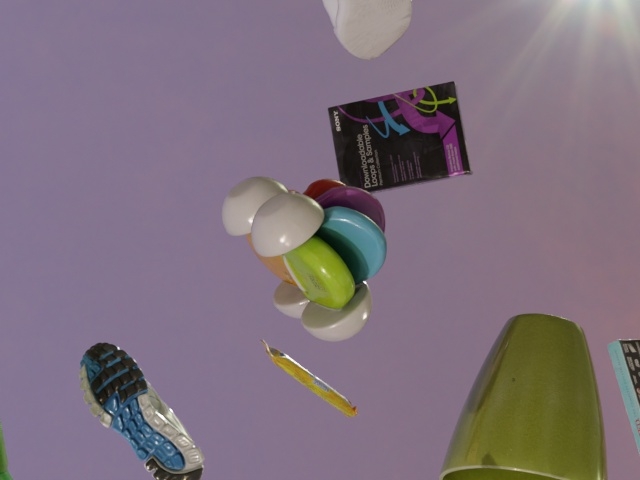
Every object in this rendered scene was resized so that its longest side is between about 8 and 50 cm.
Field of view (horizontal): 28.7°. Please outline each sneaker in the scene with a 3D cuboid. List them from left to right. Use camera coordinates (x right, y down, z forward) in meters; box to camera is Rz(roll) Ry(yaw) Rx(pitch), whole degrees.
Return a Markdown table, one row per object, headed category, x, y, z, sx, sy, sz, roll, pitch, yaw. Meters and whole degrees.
| category | x | y | z | sx | sy | sz | roll | pitch | yaw |
| --- | --- | --- | --- | --- | --- | --- | --- | --- | --- |
| sneaker | -0.199 | 0.196 | 1.390 | 0.190 | 0.071 | 0.083 | 53 | 177 | 5 |
| sneaker | 0.020 | -0.257 | 1.170 | 0.094 | 0.080 | 0.212 | 58 | -177 | 34 |

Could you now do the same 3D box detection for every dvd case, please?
| category | x | y | z | sx | sy | sz | roll | pitch | yaw |
| --- | --- | --- | --- | --- | --- | --- | --- | --- | --- |
| dvd case | 0.227 | 0.100 | 0.748 | 0.119 | 0.013 | 0.087 | 0 | -113 | -34 |

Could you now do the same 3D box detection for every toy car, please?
| category | x | y | z | sx | sy | sz | roll | pitch | yaw |
| --- | --- | --- | --- | --- | --- | --- | --- | --- | --- |
| toy car | 0.000 | 0.000 | 1.250 | 0.159 | 0.136 | 0.182 | 59 | 166 | -25 |

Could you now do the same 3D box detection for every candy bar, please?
| category | x | y | z | sx | sy | sz | roll | pitch | yaw |
| --- | --- | --- | --- | --- | --- | --- | --- | --- | --- |
| candy bar | -0.014 | 0.174 | 1.555 | 0.161 | 0.018 | 0.040 | 38 | 179 | -27 |

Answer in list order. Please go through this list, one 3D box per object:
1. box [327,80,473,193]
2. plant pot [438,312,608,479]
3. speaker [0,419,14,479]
| category | x | y | z | sx | sy | sz | roll | pitch | yaw |
| --- | --- | --- | --- | --- | --- | --- | --- | --- | --- |
| box | 0.096 | -0.122 | 1.530 | 0.029 | 0.162 | 0.116 | 15 | -116 | -76 |
| plant pot | 0.355 | 0.281 | 2.089 | 0.275 | 0.275 | 0.293 | 22 | -116 | -21 |
| speaker | -0.382 | 0.144 | 1.226 | 0.131 | 0.131 | 0.296 | -10 | -91 | -52 |
